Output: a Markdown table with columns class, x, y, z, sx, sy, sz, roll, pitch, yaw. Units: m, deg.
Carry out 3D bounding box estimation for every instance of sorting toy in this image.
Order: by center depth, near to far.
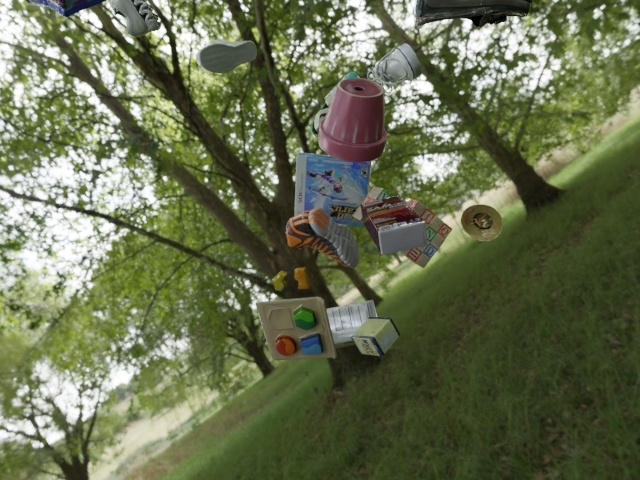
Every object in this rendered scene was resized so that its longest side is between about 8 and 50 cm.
| class | x | y | z | sx | sy | sz | roll | pitch | yaw |
| --- | --- | --- | --- | --- | --- | --- | --- | --- | --- |
| sorting toy | -0.086 | 0.230 | 1.297 | 0.229 | 0.307 | 0.041 | -5 | 21 | 20 |

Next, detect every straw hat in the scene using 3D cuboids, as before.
| class | x | y | z | sx | sy | sz | roll | pitch | yaw |
| --- | --- | --- | --- | --- | --- | --- | --- | --- | --- |
| straw hat | 0.574 | -0.072 | 1.530 | 0.061 | 0.144 | 0.144 | -29 | -9 | -49 |

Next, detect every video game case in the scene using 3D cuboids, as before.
| class | x | y | z | sx | sy | sz | roll | pitch | yaw |
| --- | --- | --- | --- | --- | --- | --- | --- | --- | --- |
| video game case | 0.042 | -0.186 | 1.603 | 0.061 | 0.270 | 0.244 | -62 | -23 | -65 |

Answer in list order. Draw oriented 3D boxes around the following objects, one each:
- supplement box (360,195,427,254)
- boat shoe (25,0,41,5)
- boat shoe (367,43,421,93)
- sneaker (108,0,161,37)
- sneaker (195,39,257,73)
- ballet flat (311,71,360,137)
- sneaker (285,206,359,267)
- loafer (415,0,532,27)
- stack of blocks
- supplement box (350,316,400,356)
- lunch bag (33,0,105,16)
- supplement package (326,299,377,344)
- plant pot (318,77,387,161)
| class | x | y | z | sx | sy | sz | roll | pitch | yaw |
| --- | --- | --- | --- | --- | --- | --- | --- | --- | --- |
| supplement box | 0.204 | -0.050 | 1.252 | 0.130 | 0.073 | 0.239 | -13 | 24 | -3 |
| boat shoe | -0.728 | -0.666 | 1.133 | 0.103 | 0.113 | 0.302 | -32 | 24 | -20 |
| boat shoe | 0.257 | -0.639 | 1.643 | 0.156 | 0.136 | 0.367 | -31 | 21 | 5 |
| sneaker | -0.636 | -0.797 | 1.389 | 0.118 | 0.292 | 0.110 | -27 | 13 | 4 |
| sneaker | -0.404 | -0.715 | 1.690 | 0.292 | 0.169 | 0.108 | -37 | -47 | -46 |
| ballet flat | 0.040 | -0.411 | 1.357 | 0.087 | 0.083 | 0.247 | -24 | -20 | -40 |
| sneaker | 0.000 | 0.000 | 1.565 | 0.180 | 0.321 | 0.124 | -13 | 47 | 35 |
| loafer | 0.350 | -0.530 | 1.012 | 0.268 | 0.084 | 0.096 | 5 | 13 | -1 |
| stack of blocks | 0.281 | -0.061 | 1.487 | 0.171 | 0.297 | 0.087 | -54 | 18 | 2 |
| supplement box | 0.140 | 0.243 | 1.109 | 0.083 | 0.056 | 0.083 | -40 | 17 | -34 |
| lunch bag | -0.484 | -0.643 | 0.921 | 0.293 | 0.138 | 0.221 | -45 | -23 | -38 |
| supplement package | 0.093 | 0.322 | 1.633 | 0.244 | 0.133 | 0.139 | -11 | -21 | 2 |
| plant pot | 0.101 | -0.350 | 1.239 | 0.201 | 0.201 | 0.180 | -30 | -36 | -34 |
